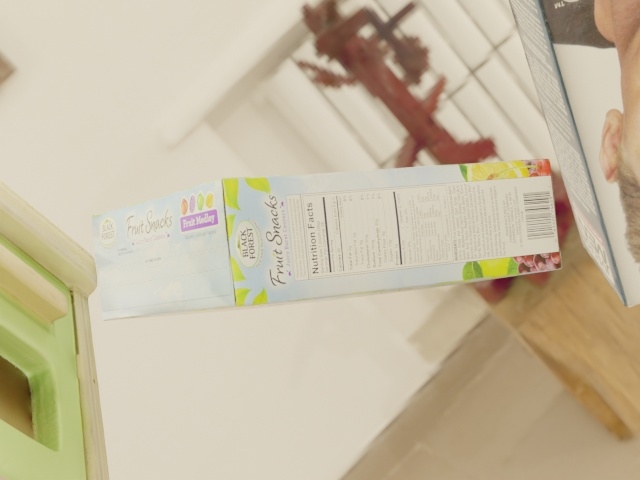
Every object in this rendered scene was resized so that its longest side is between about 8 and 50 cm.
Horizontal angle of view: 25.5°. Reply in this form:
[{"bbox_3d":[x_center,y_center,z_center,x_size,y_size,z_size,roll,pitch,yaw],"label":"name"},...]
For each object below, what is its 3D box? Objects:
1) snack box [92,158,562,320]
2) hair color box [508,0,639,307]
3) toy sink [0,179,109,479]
[{"bbox_3d":[0.000,0.000,0.796,0.207,0.070,0.174,-7,-2,-32],"label":"snack box"},{"bbox_3d":[0.216,-0.147,0.891,0.174,0.347,0.105,-22,28,1],"label":"hair color box"},{"bbox_3d":[-0.192,0.044,0.667,0.131,0.153,0.234,-22,55,13],"label":"toy sink"}]
